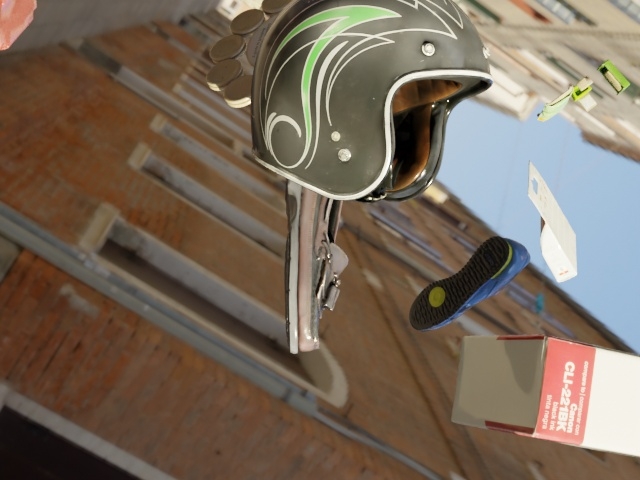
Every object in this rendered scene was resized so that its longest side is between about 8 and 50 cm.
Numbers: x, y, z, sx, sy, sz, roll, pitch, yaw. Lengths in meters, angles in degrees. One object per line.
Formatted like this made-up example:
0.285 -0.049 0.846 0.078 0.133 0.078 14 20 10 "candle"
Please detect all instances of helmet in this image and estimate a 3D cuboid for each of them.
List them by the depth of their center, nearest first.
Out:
0.035 -0.115 0.687 0.169 0.169 0.162 -112 -138 -75 "helmet"

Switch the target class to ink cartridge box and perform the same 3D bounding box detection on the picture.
0.325 0.191 1.113 0.197 0.272 0.114 163 -62 -70 "ink cartridge box"
0.396 -0.035 1.656 0.045 0.179 0.145 -29 -161 26 "ink cartridge box"

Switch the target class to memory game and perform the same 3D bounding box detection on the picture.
-0.021 -0.184 0.858 0.186 0.012 0.186 -14 -134 15 "memory game"

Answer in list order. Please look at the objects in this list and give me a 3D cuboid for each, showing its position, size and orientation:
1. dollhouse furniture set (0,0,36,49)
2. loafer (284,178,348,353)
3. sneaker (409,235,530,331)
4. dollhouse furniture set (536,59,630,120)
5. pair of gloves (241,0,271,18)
-0.294 -0.146 0.495 0.374 0.201 0.152 -97 -174 -62 "dollhouse furniture set"
0.000 0.000 1.239 0.109 0.095 0.303 97 -7 -67 "loafer"
0.227 0.075 1.401 0.209 0.082 0.069 -42 -129 25 "sneaker"
0.452 -0.242 1.614 0.151 0.059 0.076 -36 173 -6 "dollhouse furniture set"
-0.008 -0.420 1.544 0.240 0.204 0.042 -35 -141 55 "pair of gloves"
